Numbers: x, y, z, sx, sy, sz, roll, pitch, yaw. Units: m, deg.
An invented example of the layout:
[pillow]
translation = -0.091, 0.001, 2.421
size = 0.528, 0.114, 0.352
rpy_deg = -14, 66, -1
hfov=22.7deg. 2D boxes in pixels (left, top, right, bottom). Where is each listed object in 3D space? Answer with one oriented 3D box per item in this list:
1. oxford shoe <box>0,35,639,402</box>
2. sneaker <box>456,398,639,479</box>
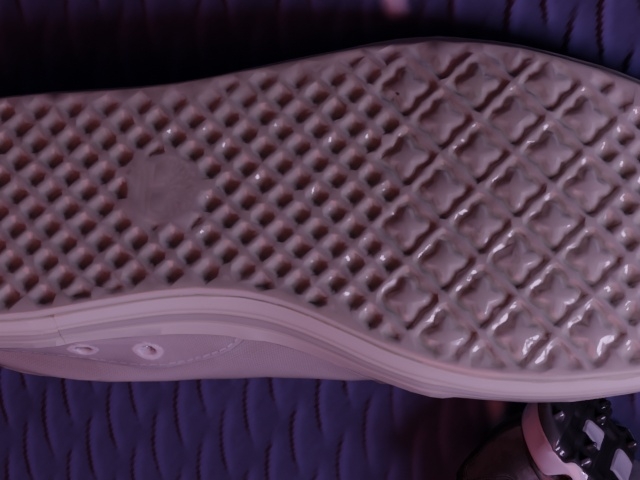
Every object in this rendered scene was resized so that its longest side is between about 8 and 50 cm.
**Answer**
[oxford shoe]
translation = 0.000, 0.000, 0.765
size = 0.449, 0.169, 0.130
rpy_deg = 0, 161, 10
[sneaker]
translation = 0.159, 0.180, 0.841
size = 0.106, 0.078, 0.234
rpy_deg = -35, 100, 35
